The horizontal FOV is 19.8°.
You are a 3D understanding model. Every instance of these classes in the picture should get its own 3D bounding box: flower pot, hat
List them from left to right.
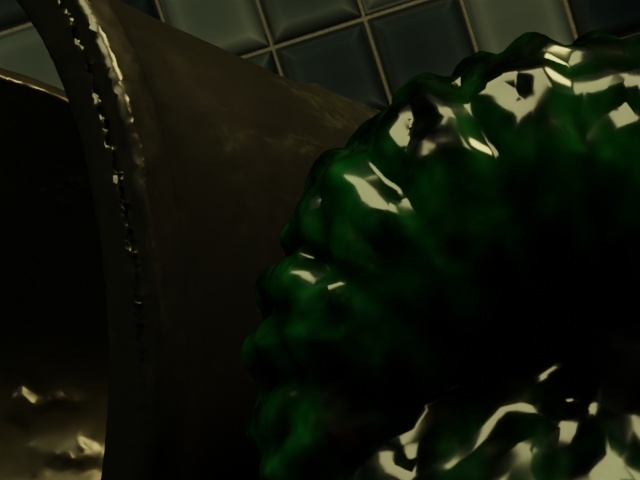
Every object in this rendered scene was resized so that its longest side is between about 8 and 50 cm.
[{"bbox_3d":[-0.069,0.055,0.854,0.251,0.379,0.379,1,-4,-35],"label":"flower pot"},{"bbox_3d":[0.136,0.064,0.704,0.274,0.242,0.332,8,-7,19],"label":"hat"}]
